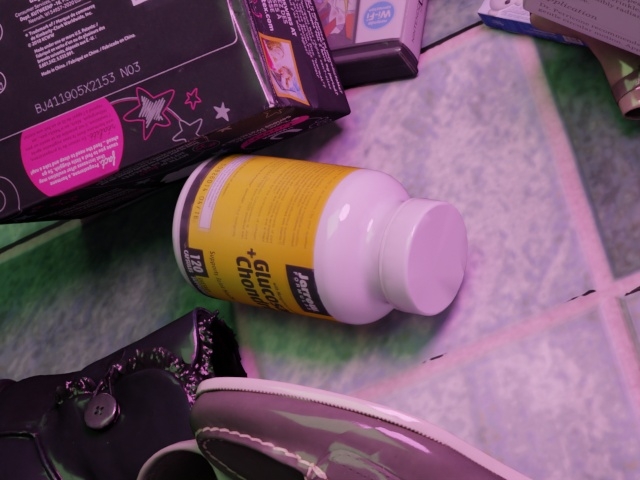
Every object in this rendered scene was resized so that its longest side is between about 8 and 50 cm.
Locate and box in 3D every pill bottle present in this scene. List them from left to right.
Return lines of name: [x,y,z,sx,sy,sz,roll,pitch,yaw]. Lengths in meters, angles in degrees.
pill bottle: [0.000,0.000,1.180,0.184,0.103,0.103,9,66,35]

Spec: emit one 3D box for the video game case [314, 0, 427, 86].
video game case: [-0.037,-0.220,1.388,0.275,0.035,0.248,-6,58,28]

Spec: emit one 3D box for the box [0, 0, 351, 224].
box: [-0.131,-0.125,1.270,0.247,0.142,0.163,-20,84,22]

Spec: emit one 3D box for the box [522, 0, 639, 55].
box: [0.244,-0.210,1.112,0.181,0.119,0.182,23,71,10]

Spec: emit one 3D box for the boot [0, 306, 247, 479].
boot: [-0.146,0.169,1.163,0.207,0.094,0.246,-19,47,24]

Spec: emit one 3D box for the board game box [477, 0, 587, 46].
board game box: [0.170,-0.183,1.251,0.090,0.020,0.090,19,72,38]

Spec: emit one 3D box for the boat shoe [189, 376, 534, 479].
boat shoe: [0.072,0.169,0.956,0.335,0.112,0.095,21,64,9]

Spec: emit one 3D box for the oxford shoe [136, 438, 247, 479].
oxford shoe: [-0.052,0.298,0.973,0.169,0.130,0.449,-43,38,40]

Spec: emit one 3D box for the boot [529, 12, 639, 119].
boot: [0.199,-0.121,1.168,0.118,0.042,0.087,-7,68,12]
